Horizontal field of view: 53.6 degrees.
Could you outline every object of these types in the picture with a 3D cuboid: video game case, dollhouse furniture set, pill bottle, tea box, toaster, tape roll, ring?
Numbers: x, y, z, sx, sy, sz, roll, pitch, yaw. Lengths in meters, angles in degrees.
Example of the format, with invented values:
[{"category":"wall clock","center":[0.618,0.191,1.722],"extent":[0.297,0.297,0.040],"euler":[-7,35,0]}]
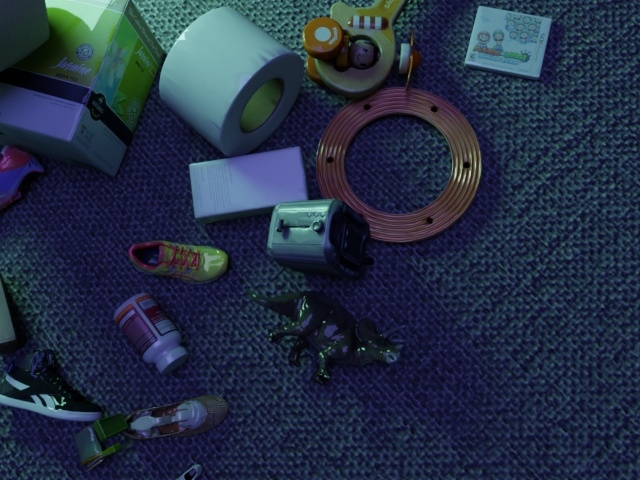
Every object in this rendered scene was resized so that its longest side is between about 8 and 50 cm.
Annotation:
[{"category":"video game case","center":[0.398,-0.420,1.345],"extent":[0.157,0.019,0.143],"euler":[14,78,9]},{"category":"dollhouse furniture set","center":[-0.426,0.378,1.182],"extent":[0.152,0.059,0.076],"euler":[-36,75,26]},{"category":"pill bottle","center":[-0.327,0.183,1.237],"extent":[0.086,0.086,0.152],"euler":[-39,76,-4]},{"category":"tea box","center":[-0.557,-0.348,1.322],"extent":[0.329,0.220,0.323],"euler":[16,79,9]},{"category":"toaster","center":[0.000,0.000,1.197],"extent":[0.147,0.227,0.129],"euler":[3,78,25]},{"category":"tape roll","center":[-0.173,-0.312,1.262],"extent":[0.169,0.246,0.246],"euler":[40,83,13]},{"category":"ring","center":[0.159,-0.155,1.300],"extent":[0.337,0.032,0.336],"euler":[-1,75,6]},{"category":"dollhouse furniture set","center":[-0.734,0.161,1.227],"extent":[0.242,0.212,0.161],"euler":[-14,75,-25]}]

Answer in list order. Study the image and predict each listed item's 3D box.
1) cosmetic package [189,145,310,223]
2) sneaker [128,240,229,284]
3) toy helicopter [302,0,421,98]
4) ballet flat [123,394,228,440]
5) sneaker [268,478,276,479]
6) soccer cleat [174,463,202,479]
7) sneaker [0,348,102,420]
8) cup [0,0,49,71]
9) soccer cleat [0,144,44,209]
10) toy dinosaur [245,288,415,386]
[{"category":"cosmetic package","center":[-0.141,-0.110,1.288],"extent":[0.231,0.085,0.117],"euler":[-7,83,3]},{"category":"sneaker","center":[-0.287,0.040,1.264],"extent":[0.209,0.094,0.081],"euler":[1,75,5]},{"category":"toy helicopter","center":[0.135,-0.446,1.322],"extent":[0.235,0.140,0.355],"euler":[31,79,10]},{"category":"ballet flat","center":[-0.280,0.341,1.203],"extent":[0.206,0.067,0.073],"euler":[-16,74,1]},{"category":"sneaker","center":[-0.100,0.562,1.117],"extent":[0.153,0.101,0.268],"euler":[26,74,12]},{"category":"soccer cleat","center":[-0.257,0.453,1.189],"extent":[0.083,0.035,0.029],"euler":[-42,76,-5]},{"category":"sneaker","center":[-0.520,0.276,1.237],"extent":[0.217,0.079,0.121],"euler":[9,79,9]},{"category":"cup","center":[-0.613,-0.424,1.099],"extent":[0.237,0.331,0.331],"euler":[-14,74,-25]},{"category":"soccer cleat","center":[-0.698,-0.090,1.350],"extent":[0.095,0.083,0.248],"euler":[39,92,-25]},{"category":"toy dinosaur","center":[0.003,0.171,1.209],"extent":[0.314,0.121,0.160],"euler":[32,69,17]}]
